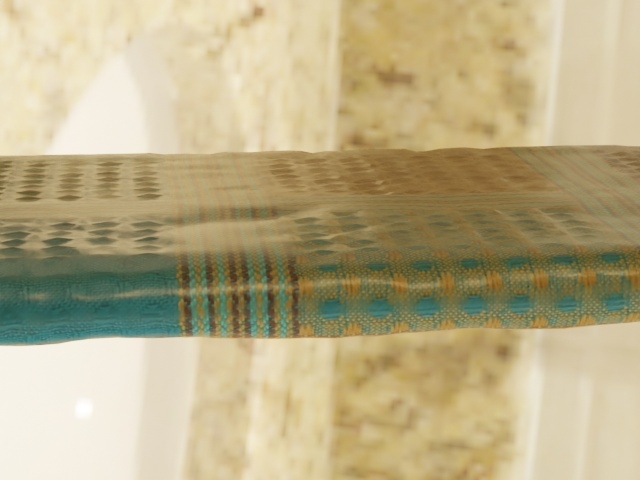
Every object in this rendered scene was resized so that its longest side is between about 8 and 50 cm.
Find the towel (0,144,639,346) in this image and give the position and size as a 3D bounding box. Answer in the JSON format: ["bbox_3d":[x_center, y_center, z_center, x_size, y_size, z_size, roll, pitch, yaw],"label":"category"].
[{"bbox_3d":[0.000,0.000,0.767,0.271,0.370,0.040,-103,-168,-79],"label":"towel"}]
